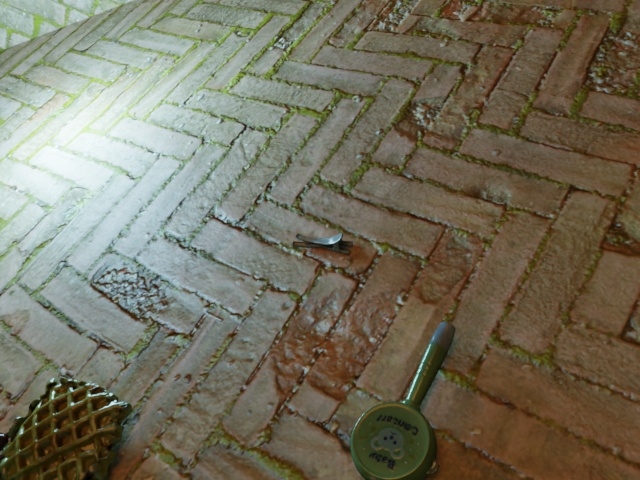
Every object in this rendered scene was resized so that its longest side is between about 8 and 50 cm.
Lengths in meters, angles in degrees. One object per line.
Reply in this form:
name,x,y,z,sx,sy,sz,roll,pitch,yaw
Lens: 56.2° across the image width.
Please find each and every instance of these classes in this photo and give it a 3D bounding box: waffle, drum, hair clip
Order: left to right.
waffle,-0.419,0.326,0.968,0.214,0.054,0.208,12,59,25
hair clip,0.000,-0.001,1.104,0.115,0.039,0.030,4,47,26
drum,0.115,0.226,0.856,0.130,0.049,0.253,1,51,21

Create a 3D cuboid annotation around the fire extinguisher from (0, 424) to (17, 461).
fire extinguisher,-0.573,0.372,1.003,0.173,0.035,0.049,-37,45,-8
